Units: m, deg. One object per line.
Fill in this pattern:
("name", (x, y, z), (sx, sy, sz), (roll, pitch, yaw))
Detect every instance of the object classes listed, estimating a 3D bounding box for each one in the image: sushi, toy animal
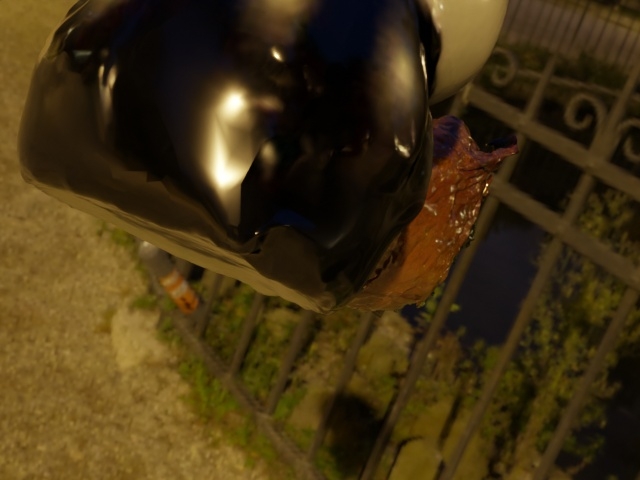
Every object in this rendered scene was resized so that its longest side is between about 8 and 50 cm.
("sushi", (0.047, -0.002, 0.927), (0.149, 0.287, 0.140), (57, 33, 7))
("toy animal", (-0.013, -0.130, 0.603), (0.251, 0.310, 0.251), (22, -8, 3))

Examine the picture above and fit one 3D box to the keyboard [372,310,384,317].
("keyboard", (0.000, 0.000, 1.099), (0.198, 0.063, 0.010), (35, 14, 17))
